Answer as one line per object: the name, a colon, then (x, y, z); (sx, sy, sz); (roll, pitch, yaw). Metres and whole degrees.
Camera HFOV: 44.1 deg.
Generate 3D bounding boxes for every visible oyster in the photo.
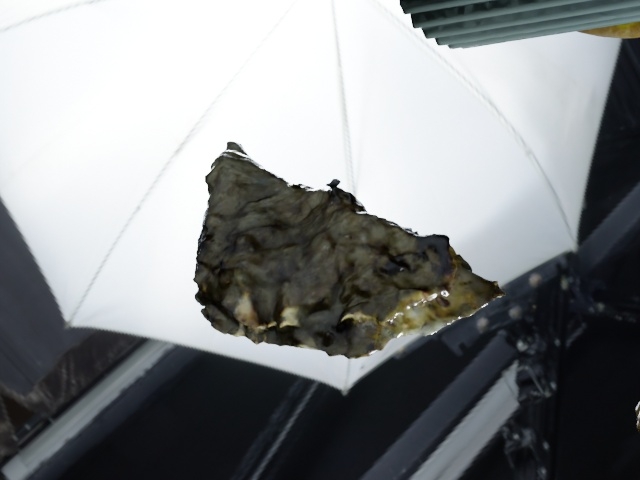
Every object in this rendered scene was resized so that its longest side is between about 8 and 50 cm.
oyster: (-0.027, 0.007, 0.764); (0.396, 0.111, 0.204); (26, -133, 37)

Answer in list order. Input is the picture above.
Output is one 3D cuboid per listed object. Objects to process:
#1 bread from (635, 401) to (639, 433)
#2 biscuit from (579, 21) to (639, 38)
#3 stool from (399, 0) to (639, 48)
bread: (0.554, 0.194, 1.088); (0.077, 0.139, 0.271); (-71, -178, -55)
biscuit: (0.343, -0.444, 0.991); (0.070, 0.394, 0.350); (2, 109, -64)
stool: (0.261, -0.344, 0.746); (0.330, 0.297, 0.297); (7, -136, 43)
